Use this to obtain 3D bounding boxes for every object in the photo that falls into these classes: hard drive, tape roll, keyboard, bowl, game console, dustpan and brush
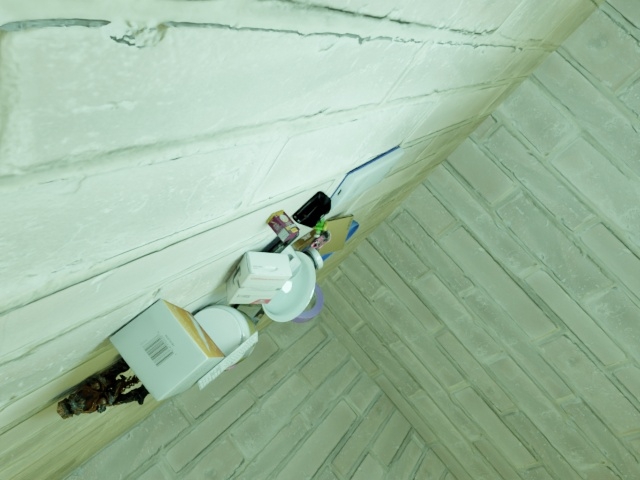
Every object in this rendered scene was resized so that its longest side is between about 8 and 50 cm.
[{"bbox_3d":[0.174,-0.241,1.578,0.319,0.040,0.210,-33,169,-38],"label":"hard drive"},{"bbox_3d":[-0.123,0.354,2.457,0.275,0.274,0.090,-34,169,-37],"label":"tape roll"},{"bbox_3d":[-0.312,0.409,1.394,0.256,0.014,0.072,-38,159,-33],"label":"keyboard"},{"bbox_3d":[-0.169,0.177,1.693,0.298,0.134,0.297,-16,113,-45],"label":"bowl"},{"bbox_3d":[-0.101,-0.031,1.451,0.361,0.044,0.213,-43,170,5],"label":"game console"},{"bbox_3d":[-0.141,0.119,1.560,0.211,0.060,0.147,-53,134,-26],"label":"dustpan and brush"},{"bbox_3d":[0.034,0.019,2.138,0.391,0.077,0.391,-40,171,-8],"label":"bowl"}]

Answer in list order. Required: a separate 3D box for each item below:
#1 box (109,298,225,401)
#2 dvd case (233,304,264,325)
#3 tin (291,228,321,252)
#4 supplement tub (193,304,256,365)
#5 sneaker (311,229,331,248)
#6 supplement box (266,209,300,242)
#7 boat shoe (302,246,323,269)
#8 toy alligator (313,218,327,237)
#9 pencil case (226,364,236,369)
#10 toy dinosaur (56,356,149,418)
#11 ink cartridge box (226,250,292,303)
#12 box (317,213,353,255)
[{"bbox_3d":[-0.439,0.329,1.228,0.168,0.215,0.345,-40,172,-14],"label":"box"},{"bbox_3d":[-0.349,0.348,1.924,0.181,0.022,0.253,20,113,-45],"label":"dvd case"},{"bbox_3d":[-0.075,0.012,1.785,0.190,0.040,0.106,-35,165,-35],"label":"tin"},{"bbox_3d":[-0.387,0.377,1.597,0.241,0.241,0.331,-39,171,-10],"label":"supplement tub"},{"bbox_3d":[0.000,0.000,1.810,0.057,0.047,0.119,-13,152,-48],"label":"sneaker"},{"bbox_3d":[-0.112,-0.044,1.213,0.043,0.083,0.055,-47,170,35],"label":"supplement box"},{"bbox_3d":[-0.083,0.101,1.861,0.102,0.108,0.301,-29,-173,-22],"label":"boat shoe"},{"bbox_3d":[-0.003,-0.064,1.584,0.189,0.056,0.051,-74,172,-71],"label":"toy alligator"},{"bbox_3d":[-0.548,0.586,1.996,0.167,0.159,0.386,22,142,-37],"label":"pencil case"},{"bbox_3d":[-0.673,0.467,1.307,0.219,0.164,0.322,-28,-168,9],"label":"toy dinosaur"},{"bbox_3d":[-0.217,0.133,1.409,0.159,0.092,0.218,6,145,-31],"label":"ink cartridge box"},{"bbox_3d":[0.066,-0.024,1.898,0.165,0.021,0.201,-14,135,-38],"label":"box"}]
